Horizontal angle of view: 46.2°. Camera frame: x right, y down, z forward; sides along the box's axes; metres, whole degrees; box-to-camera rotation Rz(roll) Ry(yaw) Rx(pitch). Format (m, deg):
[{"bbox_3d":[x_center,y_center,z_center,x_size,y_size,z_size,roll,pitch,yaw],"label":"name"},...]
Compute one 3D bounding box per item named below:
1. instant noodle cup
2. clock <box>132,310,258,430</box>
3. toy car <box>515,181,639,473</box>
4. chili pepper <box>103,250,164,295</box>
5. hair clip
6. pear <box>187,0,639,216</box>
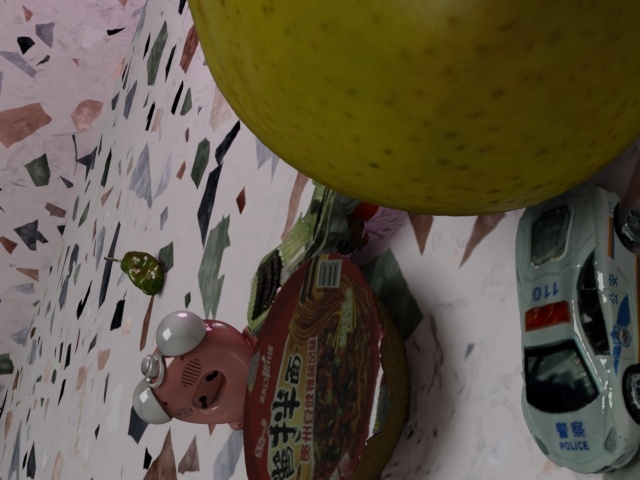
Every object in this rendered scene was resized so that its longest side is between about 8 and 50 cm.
[{"bbox_3d":[0.018,0.151,0.751,0.274,0.090,0.274,-37,45,50],"label":"instant noodle cup"},{"bbox_3d":[-0.160,0.180,1.006,0.166,0.162,0.093,-67,30,17],"label":"clock"},{"bbox_3d":[0.179,0.057,0.527,0.095,0.056,0.205,-27,52,56],"label":"toy car"},{"bbox_3d":[-0.387,0.059,1.615,0.072,0.073,0.204,-57,39,-2],"label":"chili pepper"},{"bbox_3d":[0.001,0.001,0.871,0.321,0.091,0.138,121,155,-46],"label":"hair clip"},{"bbox_3d":[0.082,-0.195,0.523,0.418,0.362,0.362,-31,-42,-85],"label":"pear"}]
